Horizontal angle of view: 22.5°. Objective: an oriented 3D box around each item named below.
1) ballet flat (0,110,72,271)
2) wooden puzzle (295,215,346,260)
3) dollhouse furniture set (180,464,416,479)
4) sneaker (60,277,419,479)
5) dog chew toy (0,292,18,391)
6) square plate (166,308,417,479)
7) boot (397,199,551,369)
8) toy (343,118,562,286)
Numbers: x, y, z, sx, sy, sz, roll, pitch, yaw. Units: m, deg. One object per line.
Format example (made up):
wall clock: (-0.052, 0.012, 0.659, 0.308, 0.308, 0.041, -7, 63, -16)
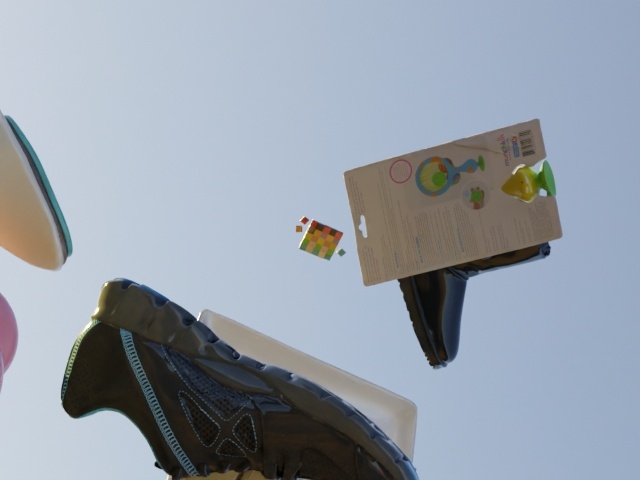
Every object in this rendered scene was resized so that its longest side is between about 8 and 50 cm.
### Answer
ballet flat: (-0.405, -0.119, 1.792, 0.400, 0.139, 0.139, 62, -28, 21)
wooden puzzle: (0.000, 0.000, 2.319, 0.083, 0.006, 0.049, 23, -67, -9)
dollhouse furniture set: (-0.060, 0.307, 1.635, 0.355, 0.303, 0.174, 30, -2, 19)
sneaker: (-0.073, 0.169, 1.462, 0.341, 0.140, 0.125, 28, -6, 7)
dog chew toy: (-0.412, 0.137, 1.608, 0.206, 0.332, 0.207, 7, -67, 17)
square plate: (-0.040, 0.299, 2.017, 0.347, 0.344, 0.049, 26, -38, -24)
boot: (0.210, 0.045, 2.153, 0.094, 0.207, 0.246, -89, 161, -64)
toy: (0.152, -0.039, 1.802, 0.237, 0.056, 0.137, -15, -103, 25)
